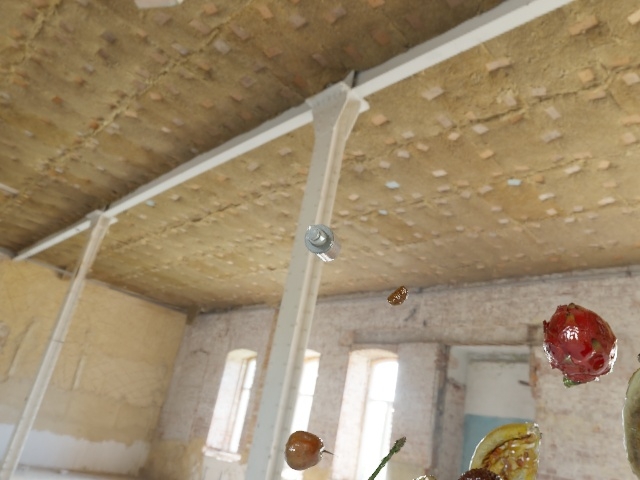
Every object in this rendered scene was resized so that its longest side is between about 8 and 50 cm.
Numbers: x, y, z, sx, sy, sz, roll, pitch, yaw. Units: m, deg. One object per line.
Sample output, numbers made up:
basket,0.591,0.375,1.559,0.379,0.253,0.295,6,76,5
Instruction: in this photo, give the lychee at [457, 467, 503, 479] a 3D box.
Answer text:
lychee,0.381,0.595,1.178,0.129,0.123,0.123,31,-28,-25

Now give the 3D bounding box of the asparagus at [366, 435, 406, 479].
asparagus,0.128,0.523,1.148,0.022,0.232,0.023,31,16,-5

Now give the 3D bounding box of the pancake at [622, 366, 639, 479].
pancake,0.693,0.364,0.869,0.065,0.356,0.356,-8,-6,-39

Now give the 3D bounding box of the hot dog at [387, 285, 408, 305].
hot dog,0.279,0.201,1.827,0.035,0.083,0.058,51,-4,-35

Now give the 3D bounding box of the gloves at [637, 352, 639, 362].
gloves,0.557,0.167,0.791,0.181,0.106,0.129,-1,-48,-21

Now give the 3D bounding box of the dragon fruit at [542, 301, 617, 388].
dragon fruit,0.638,0.256,1.256,0.172,0.209,0.172,-6,-13,-2

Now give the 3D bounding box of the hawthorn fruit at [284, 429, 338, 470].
hawthorn fruit,-0.048,0.776,1.903,0.189,0.149,0.149,-19,-20,-10

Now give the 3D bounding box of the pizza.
pizza,0.540,0.660,1.498,0.074,0.182,0.365,7,-46,-21

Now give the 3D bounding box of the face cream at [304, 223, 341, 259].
face cream,0.000,0.000,1.648,0.101,0.101,0.252,6,-10,14

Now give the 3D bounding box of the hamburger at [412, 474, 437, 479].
hamburger,0.303,0.809,1.472,0.149,0.237,0.237,-35,-40,15
